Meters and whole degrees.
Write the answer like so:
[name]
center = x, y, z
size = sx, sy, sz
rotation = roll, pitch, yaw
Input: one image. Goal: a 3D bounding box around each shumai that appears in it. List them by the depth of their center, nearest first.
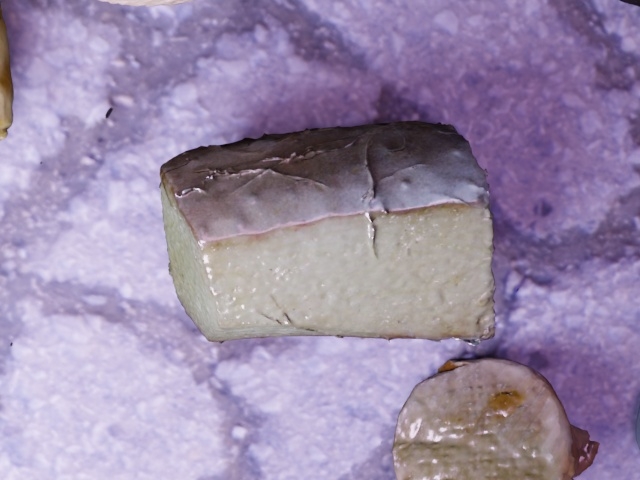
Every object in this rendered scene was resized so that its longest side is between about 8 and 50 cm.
[shumai]
center = 0.181, 0.219, 0.937
size = 0.201, 0.201, 0.120
rotation = -45, 145, 0

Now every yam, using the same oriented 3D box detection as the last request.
[yam]
center = -0.001, -0.005, 0.818
size = 0.271, 0.201, 0.202
rotation = -10, 122, -12

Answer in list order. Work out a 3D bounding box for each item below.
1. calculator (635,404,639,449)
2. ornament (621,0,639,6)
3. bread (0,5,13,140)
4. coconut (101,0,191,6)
[calculator]
center = 0.449, 0.176, 1.007
size = 0.186, 0.041, 0.298
rotation = 17, 95, -13
[ornament]
center = 0.448, -0.241, 0.910
size = 0.260, 0.106, 0.251
rotation = 39, 94, -19
[bread]
center = -0.341, -0.188, 0.756
size = 0.152, 0.130, 0.267
rotation = -6, 105, 20
[coconut]
center = -0.133, -0.357, 0.668
size = 0.346, 0.360, 0.346
rotation = 6, 77, -30
